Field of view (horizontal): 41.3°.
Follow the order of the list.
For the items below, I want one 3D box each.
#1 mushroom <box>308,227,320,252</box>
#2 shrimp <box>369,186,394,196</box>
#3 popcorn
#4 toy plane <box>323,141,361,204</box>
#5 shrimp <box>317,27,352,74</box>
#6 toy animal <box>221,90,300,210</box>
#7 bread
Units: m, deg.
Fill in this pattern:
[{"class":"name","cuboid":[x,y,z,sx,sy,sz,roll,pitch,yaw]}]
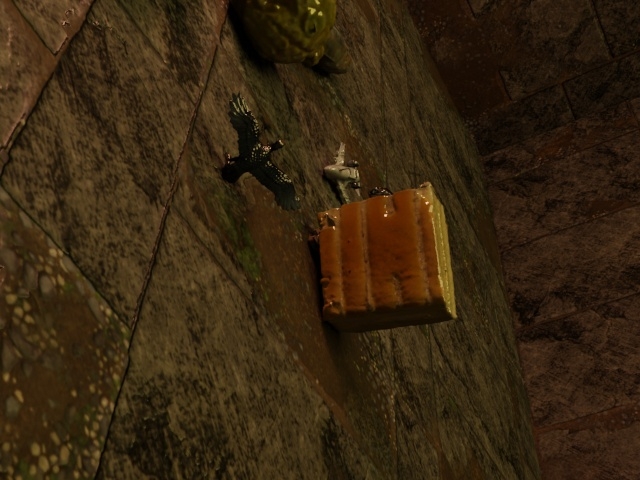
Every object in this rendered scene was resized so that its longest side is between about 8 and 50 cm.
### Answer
[{"class":"mushroom","cuboid":[0.000,0.000,1.664,0.049,0.019,0.101,68,19,3]},{"class":"shrimp","cuboid":[0.182,-0.057,2.144,0.082,0.076,0.174,-31,100,-48]},{"class":"popcorn","cuboid":[-0.064,-0.469,1.726,0.236,0.206,0.251,65,1,36]},{"class":"toy plane","cuboid":[0.053,-0.147,1.902,0.171,0.066,0.162,17,65,-72]},{"class":"shrimp","cuboid":[-0.024,-0.525,2.037,0.221,0.110,0.446,66,15,10]},{"class":"toy animal","cuboid":[-0.107,-0.134,1.385,0.062,0.108,0.220,-79,146,-67]},{"class":"bread","cuboid":[0.118,0.035,1.583,0.111,0.239,0.245,45,39,-61]}]
